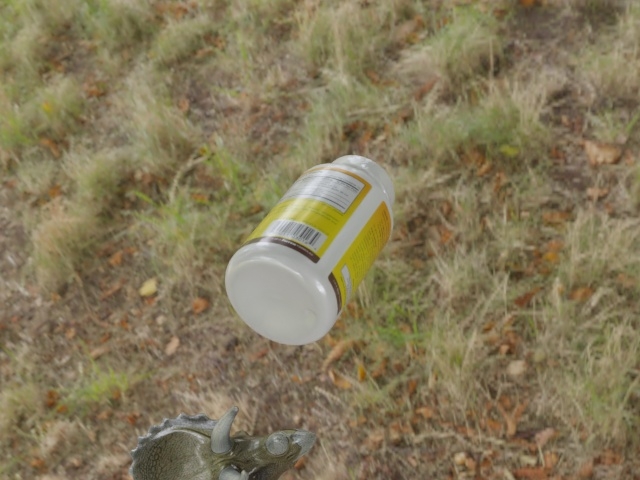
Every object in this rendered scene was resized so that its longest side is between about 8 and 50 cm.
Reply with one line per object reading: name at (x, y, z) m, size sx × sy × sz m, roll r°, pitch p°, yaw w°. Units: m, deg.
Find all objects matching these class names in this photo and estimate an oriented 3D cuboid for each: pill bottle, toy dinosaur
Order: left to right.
toy dinosaur at (-0.101, 0.228, 0.662) m, size 0.121 × 0.160 × 0.313 m, roll 36°, pitch 101°, yaw 35°
pill bottle at (0.000, 0.000, 1.003) m, size 0.117 × 0.117 × 0.215 m, roll 14°, pitch 39°, yaw 20°
